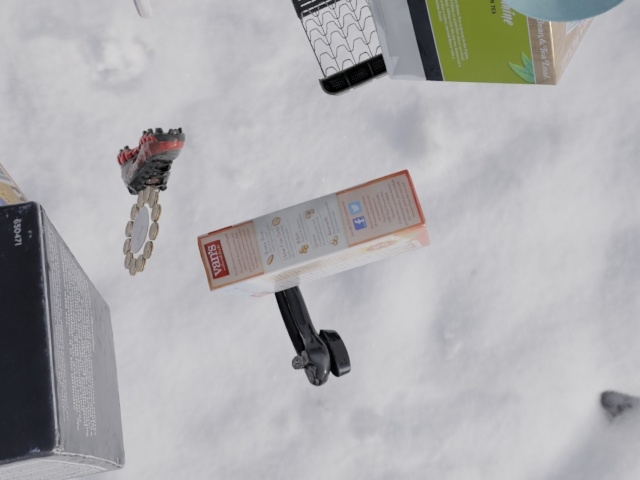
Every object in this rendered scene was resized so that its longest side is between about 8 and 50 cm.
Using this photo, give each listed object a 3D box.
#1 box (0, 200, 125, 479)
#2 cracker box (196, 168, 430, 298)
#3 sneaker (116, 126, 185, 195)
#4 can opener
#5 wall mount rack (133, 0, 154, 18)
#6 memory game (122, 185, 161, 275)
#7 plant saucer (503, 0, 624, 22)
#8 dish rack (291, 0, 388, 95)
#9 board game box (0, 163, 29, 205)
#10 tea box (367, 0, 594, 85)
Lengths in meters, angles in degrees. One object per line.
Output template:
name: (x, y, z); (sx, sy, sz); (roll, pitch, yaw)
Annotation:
box: (-0.332, 0.116, 0.575); (0.297, 0.294, 0.182); (-8, 71, -10)
cracker box: (0.000, 0.000, 0.805); (0.233, 0.156, 0.067); (-18, 80, 7)
sneaker: (-0.376, -0.170, 1.635); (0.276, 0.098, 0.135); (-18, 78, 52)
can opener: (-0.027, 0.124, 1.036); (0.059, 0.073, 0.186); (-54, 53, 34)
wall mount rack: (-0.251, -0.399, 0.704); (0.304, 0.349, 0.130); (30, 129, -30)
memory game: (-0.360, -0.019, 1.459); (0.012, 0.186, 0.186); (12, 111, -32)
plant saucer: (0.289, -0.347, 0.853); (0.195, 0.037, 0.195); (15, 149, 9)
dish rack: (0.060, -0.442, 1.471); (0.208, 0.074, 0.271); (-22, 84, 5)
board game box: (-0.572, 0.071, 0.968); (0.356, 0.356, 0.356); (-37, 89, -3)
tea box: (0.304, -0.456, 1.280); (0.324, 0.329, 0.219); (10, 140, 33)
